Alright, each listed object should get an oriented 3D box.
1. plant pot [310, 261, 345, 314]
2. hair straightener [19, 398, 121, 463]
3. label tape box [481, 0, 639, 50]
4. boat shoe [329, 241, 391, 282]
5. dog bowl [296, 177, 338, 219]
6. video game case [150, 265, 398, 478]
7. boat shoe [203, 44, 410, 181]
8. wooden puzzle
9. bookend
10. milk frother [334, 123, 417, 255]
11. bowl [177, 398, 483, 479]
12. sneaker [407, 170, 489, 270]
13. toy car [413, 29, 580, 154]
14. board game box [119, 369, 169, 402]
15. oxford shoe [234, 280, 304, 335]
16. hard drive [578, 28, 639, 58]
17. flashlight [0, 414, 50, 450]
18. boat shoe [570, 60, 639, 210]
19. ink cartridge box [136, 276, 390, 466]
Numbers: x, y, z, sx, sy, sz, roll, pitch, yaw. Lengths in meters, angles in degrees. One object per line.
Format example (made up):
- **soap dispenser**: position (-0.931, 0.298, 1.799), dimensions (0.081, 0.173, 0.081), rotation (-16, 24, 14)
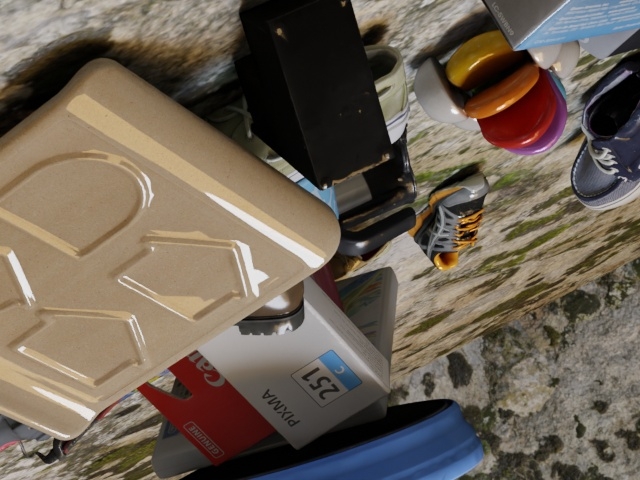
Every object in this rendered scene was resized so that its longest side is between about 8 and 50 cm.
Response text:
- **plant pot**: position (-0.057, 0.079, 2.013), dimensions (0.201, 0.180, 0.201), rotation (-28, 168, -7)
- **hair straightener**: position (-0.332, 0.217, 2.234), dimensions (0.230, 0.089, 0.047), rotation (-45, -164, 26)
- **label tape box**: position (0.319, -0.308, 1.451), dimensions (0.241, 0.106, 0.334), rotation (-16, 162, -42)
- **boat shoe**: position (0.042, 0.020, 2.301), dimensions (0.135, 0.050, 0.045), rotation (-34, 167, -21)
- **dog bowl**: position (-0.116, 0.000, 1.641), dimensions (0.297, 0.074, 0.166), rotation (-26, -160, -9)
- **video game case**: position (-0.051, 0.162, 2.143), dimensions (0.300, 0.036, 0.329), rotation (-17, -155, 14)
- **boat shoe**: position (-0.052, -0.101, 1.550), dimensions (0.302, 0.109, 0.094), rotation (-27, 142, -22)
- **wooden puzzle**: position (-0.206, 0.009, 1.438), dimensions (0.348, 0.080, 0.322), rotation (-37, 137, 20)
- **bookend**: position (-0.020, -0.146, 1.402), dimensions (0.072, 0.156, 0.157), rotation (-25, -151, -14)
- **milk frother**: position (0.036, -0.071, 1.857), dimensions (0.135, 0.129, 0.143), rotation (-25, 124, -17)
- **bowl**: position (-0.003, 0.274, 1.984), dimensions (0.391, 0.077, 0.391), rotation (-17, 179, 0)
- **sneaker**: position (0.192, -0.028, 2.343), dimensions (0.084, 0.083, 0.215), rotation (-22, 165, -21)
- **toy car**: position (0.199, -0.154, 1.736), dimensions (0.159, 0.136, 0.182), rotation (-33, 167, 17)
- **board game box**: position (-0.298, 0.202, 2.317), dimensions (0.201, 0.035, 0.136), rotation (-32, 167, 15)
- **oxford shoe**: position (-0.130, 0.047, 1.740), dimensions (0.227, 0.082, 0.096), rotation (-6, 132, -9)
- **hard drive**: position (0.405, -0.288, 1.832), dimensions (0.172, 0.054, 0.255), rotation (-18, 164, -38)
- **flashlight**: position (-0.436, 0.273, 2.165), dimensions (0.304, 0.103, 0.103), rotation (-35, -168, 24)
- **boat shoe**: position (0.397, -0.145, 2.274), dimensions (0.158, 0.127, 0.340), rotation (-12, 153, -32)
- **ink cartridge box**: position (-0.110, 0.123, 1.879), dimensions (0.261, 0.296, 0.066), rotation (-33, -154, 19)
